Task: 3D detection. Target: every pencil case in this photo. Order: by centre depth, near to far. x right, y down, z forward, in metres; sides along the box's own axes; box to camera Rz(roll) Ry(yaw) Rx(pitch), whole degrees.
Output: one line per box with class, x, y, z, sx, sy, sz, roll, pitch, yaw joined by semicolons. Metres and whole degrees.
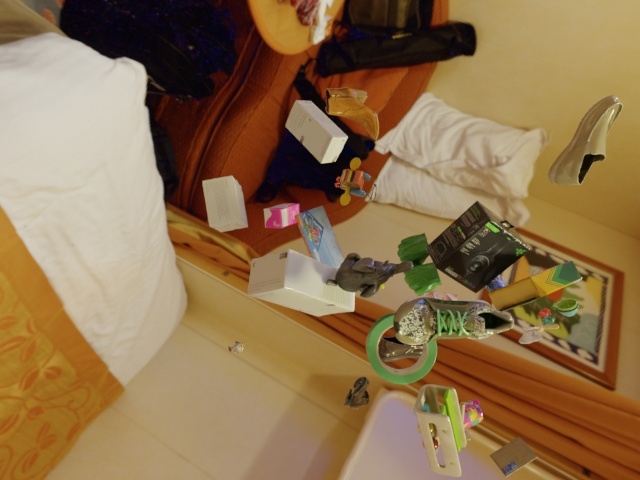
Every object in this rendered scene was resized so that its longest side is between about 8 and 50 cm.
pencil case;0.571;0.755;1.835;0.236;0.104;0.104;-17;148;-16

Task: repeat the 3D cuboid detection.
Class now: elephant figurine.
elephant figurine;0.176;0.121;1.562;0.239;0.169;0.186;0;-120;58

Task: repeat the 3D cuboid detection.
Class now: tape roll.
tape roll;0.374;0.498;2.018;0.321;0.321;0.077;-63;180;-1

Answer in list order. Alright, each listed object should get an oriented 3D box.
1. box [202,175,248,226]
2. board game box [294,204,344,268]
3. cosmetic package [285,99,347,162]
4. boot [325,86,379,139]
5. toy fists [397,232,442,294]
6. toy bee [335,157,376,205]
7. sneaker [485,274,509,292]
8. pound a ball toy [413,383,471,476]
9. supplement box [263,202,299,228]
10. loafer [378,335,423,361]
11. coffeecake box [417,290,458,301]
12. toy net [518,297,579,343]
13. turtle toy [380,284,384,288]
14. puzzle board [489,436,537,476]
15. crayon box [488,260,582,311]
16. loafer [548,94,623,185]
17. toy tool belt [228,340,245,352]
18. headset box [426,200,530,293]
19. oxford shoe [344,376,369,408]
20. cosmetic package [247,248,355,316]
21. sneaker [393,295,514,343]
box;-0.365;-0.137;1.678;0.181;0.119;0.182;90;-10;-85
board game box;0.000;0.000;1.876;0.145;0.281;0.027;-21;180;-32
cosmetic package;-0.018;-0.398;1.583;0.085;0.231;0.117;-15;144;-42
boot;0.137;-0.581;1.997;0.211;0.295;0.104;-8;156;-18
toy fists;0.418;0.102;1.867;0.096;0.142;0.279;53;23;-56
toy bee;0.126;-0.234;1.845;0.298;0.162;0.195;66;42;-59
sneaker;0.717;0.181;1.775;0.081;0.211;0.080;-10;135;-53
pound a ball toy;0.406;0.617;1.452;0.208;0.135;0.319;-50;130;-51
supplement box;-0.218;-0.145;2.491;0.220;0.111;0.114;-23;114;-60
loafer;0.458;0.544;2.292;0.365;0.134;0.130;-5;106;-29
coffeecake box;0.571;0.325;2.101;0.068;0.185;0.142;103;-5;-51
toy net;0.745;0.264;1.452;0.232;0.045;0.122;-29;-167;-8
turtle toy;0.322;0.210;2.447;0.130;0.066;0.095;-90;174;-60
puzzle board;0.668;0.750;1.503;0.128;0.011;0.096;-31;-159;-2
crayon box;0.781;0.176;1.610;0.322;0.083;0.203;-13;164;-31
loafer;0.748;-0.264;1.196;0.102;0.092;0.269;10;115;-42
toy tool belt;-0.379;0.484;1.975;0.083;0.052;0.051;-21;-169;46
headset box;0.591;0.024;1.616;0.283;0.246;0.131;-46;-150;24
oxford shoe;0.183;0.678;1.922;0.227;0.096;0.083;109;7;-46
cosmetic package;-0.064;0.173;1.669;0.385;0.217;0.156;22;61;-40
sneaker;0.424;0.247;1.357;0.182;0.410;0.158;159;-72;-69
